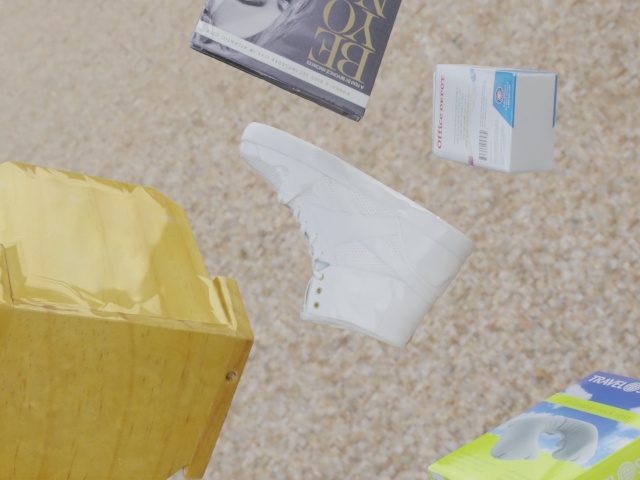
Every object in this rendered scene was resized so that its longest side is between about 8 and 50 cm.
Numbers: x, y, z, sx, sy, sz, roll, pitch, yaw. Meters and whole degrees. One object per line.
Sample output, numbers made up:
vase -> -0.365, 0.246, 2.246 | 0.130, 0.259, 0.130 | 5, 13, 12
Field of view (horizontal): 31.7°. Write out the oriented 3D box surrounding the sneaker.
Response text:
sneaker -> 0.000, 0.000, 1.222 | 0.293, 0.108, 0.169 | 32, 89, 20

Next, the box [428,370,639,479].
box -> 0.175, 0.139, 0.749 | 0.178, 0.042, 0.109 | -24, 14, -24

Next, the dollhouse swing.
dollhouse swing -> -0.320, 0.110, 1.498 | 0.305, 0.347, 0.315 | 44, 119, 52

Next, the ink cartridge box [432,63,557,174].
ink cartridge box -> 0.155, -0.112, 1.022 | 0.122, 0.052, 0.088 | 22, 114, 59

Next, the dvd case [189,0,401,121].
dvd case -> -0.005, -0.235, 1.010 | 0.018, 0.165, 0.221 | -34, 35, 68
